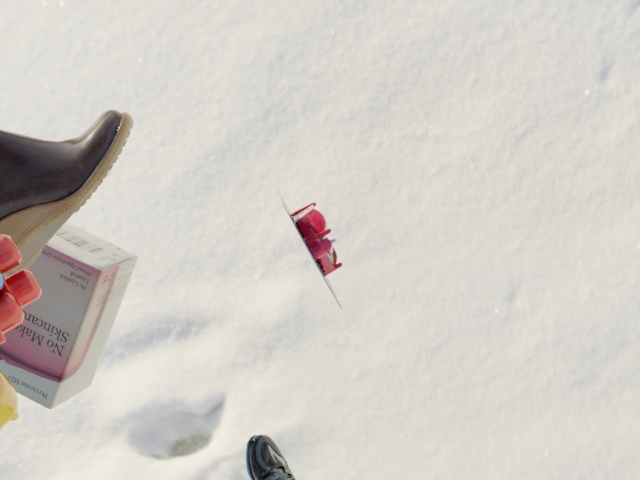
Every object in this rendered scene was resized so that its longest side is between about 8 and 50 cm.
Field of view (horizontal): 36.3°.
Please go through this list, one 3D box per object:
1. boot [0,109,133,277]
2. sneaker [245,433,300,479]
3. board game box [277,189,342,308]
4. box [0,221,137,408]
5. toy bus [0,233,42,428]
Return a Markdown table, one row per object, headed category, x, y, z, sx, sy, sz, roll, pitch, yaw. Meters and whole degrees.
| category | x | y | z | sx | sy | sz | roll | pitch | yaw |
| --- | --- | --- | --- | --- | --- | --- | --- | --- | --- |
| boot | -0.355 | -0.100 | 1.096 | 0.248 | 0.207 | 0.090 | -52 | 16 | -10 |
| sneaker | -0.044 | 0.357 | 1.403 | 0.078 | 0.067 | 0.188 | -52 | 59 | 38 |
| board game box | 0.000 | 0.000 | 1.080 | 0.033 | 0.169 | 0.133 | -29 | 102 | 1 |
| box | -0.393 | 0.104 | 1.441 | 0.148 | 0.127 | 0.232 | 25 | 103 | 9 |
| toy bus | -0.286 | 0.096 | 0.681 | 0.211 | 0.220 | 0.149 | -27 | 24 | -17 |
